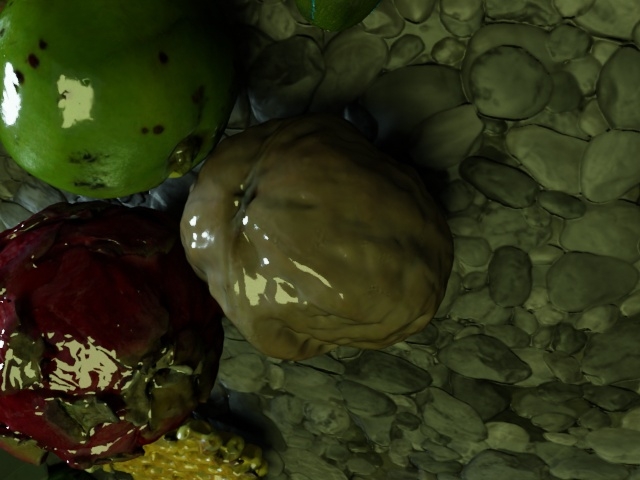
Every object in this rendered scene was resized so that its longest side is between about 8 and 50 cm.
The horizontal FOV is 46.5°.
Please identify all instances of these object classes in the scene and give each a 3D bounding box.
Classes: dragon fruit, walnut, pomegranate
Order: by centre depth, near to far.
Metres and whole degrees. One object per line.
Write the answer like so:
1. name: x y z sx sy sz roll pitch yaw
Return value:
1. pomegranate: -0.218 -0.174 0.709 0.302 0.236 0.236 39 137 25
2. walnut: -0.003 0.001 0.736 0.273 0.227 0.273 -6 156 -3
3. dragon fruit: -0.262 0.100 0.870 0.329 0.329 0.329 11 130 13

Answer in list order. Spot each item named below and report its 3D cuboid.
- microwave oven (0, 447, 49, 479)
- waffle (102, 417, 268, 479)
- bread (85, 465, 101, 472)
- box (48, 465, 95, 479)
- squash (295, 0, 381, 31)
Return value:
1. microwave oven: -0.689 0.377 1.258 0.394 0.247 0.333 -34 91 38
2. waffle: -0.227 0.348 1.184 0.329 0.062 0.329 9 145 6
3. bread: -0.403 0.174 1.042 0.361 0.138 0.077 29 122 17
4. box: -0.484 0.590 1.346 0.178 0.329 0.253 -28 114 26
5. squash: 0.086 -0.283 0.578 0.087 0.087 0.331 42 129 -14
